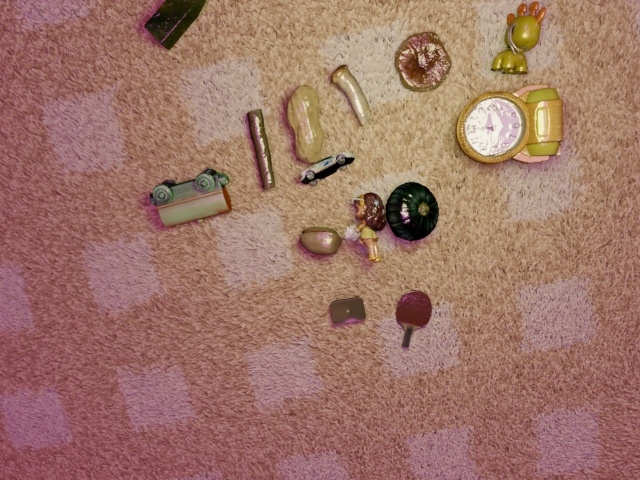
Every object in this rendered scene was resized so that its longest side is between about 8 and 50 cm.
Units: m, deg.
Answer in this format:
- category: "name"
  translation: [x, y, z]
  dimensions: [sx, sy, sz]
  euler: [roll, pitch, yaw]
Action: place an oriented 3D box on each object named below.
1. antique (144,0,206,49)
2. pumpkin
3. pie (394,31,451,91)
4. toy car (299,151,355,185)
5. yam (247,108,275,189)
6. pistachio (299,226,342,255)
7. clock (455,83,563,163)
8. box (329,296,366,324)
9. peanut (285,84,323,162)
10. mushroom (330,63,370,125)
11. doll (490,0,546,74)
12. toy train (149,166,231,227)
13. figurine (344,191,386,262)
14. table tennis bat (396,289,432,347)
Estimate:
- category: "antique"
  translation: [-0.471, -0.750, 1.450]
  dimensions: [0.081, 0.080, 0.221]
  euler: [44, 96, -6]
- category: "pumpkin"
  translation: [0.313, -0.098, 1.484]
  dimensions: [0.202, 0.140, 0.201]
  euler: [1, 89, -27]
- category: "pie"
  translation: [0.339, -0.595, 1.471]
  dimensions: [0.195, 0.046, 0.195]
  euler: [0, 99, 2]
- category: "toy car"
  translation: [0.022, -0.251, 1.507]
  dimensions: [0.205, 0.095, 0.056]
  euler: [-28, 79, 5]
- category: "yam"
  translation: [-0.202, -0.314, 1.518]
  dimensions: [0.061, 0.061, 0.274]
  euler: [-11, 99, 3]
- category: "pistachio"
  translation: [0.000, 0.000, 1.535]
  dimensions: [0.149, 0.113, 0.113]
  euler: [11, 99, -1]
- category: "clock"
  translation: [0.604, -0.366, 1.433]
  dimensions: [0.317, 0.200, 0.244]
  euler: [-4, 95, 10]
- category: "box"
  translation: [0.100, 0.256, 1.610]
  dimensions: [0.126, 0.031, 0.091]
  euler: [-11, 98, 2]
- category: "peanut"
  translation: [-0.054, -0.389, 1.478]
  dimensions: [0.124, 0.123, 0.256]
  euler: [-5, 102, 2]
- category: "mushroom"
  translation: [0.109, -0.490, 1.478]
  dimensions: [0.071, 0.084, 0.209]
  euler: [-28, 101, 26]
- category: "doll"
  translation: [0.642, -0.654, 1.420]
  dimensions: [0.135, 0.143, 0.220]
  euler: [5, 106, -28]
- category: "toy train"
  translation: [-0.446, -0.143, 1.530]
  dimensions: [0.286, 0.116, 0.177]
  euler: [-15, 110, 3]
- category: "figurine"
  translation: [0.164, -0.046, 1.493]
  dimensions: [0.116, 0.175, 0.240]
  euler: [-1, 78, 25]
- category: "table tennis bat"
  translation: [0.338, 0.290, 1.616]
  dimensions: [0.130, 0.019, 0.220]
  euler: [11, 97, -1]
